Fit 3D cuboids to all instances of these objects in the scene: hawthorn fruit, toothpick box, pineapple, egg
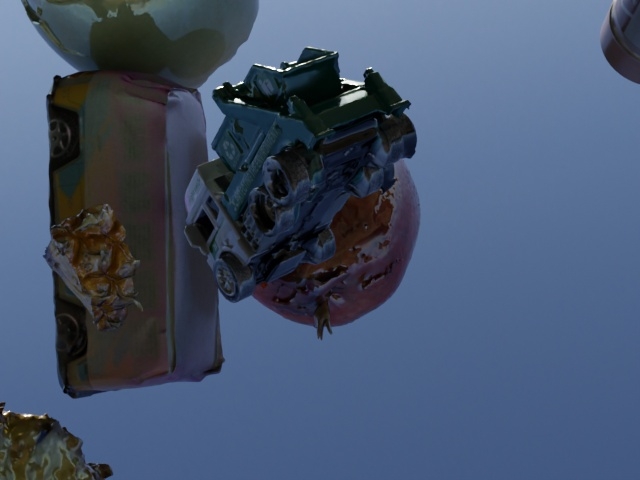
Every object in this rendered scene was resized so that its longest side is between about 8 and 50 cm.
[{"bbox_3d":[0.000,0.000,1.496,0.276,0.276,0.307,-14,-136,4],"label":"hawthorn fruit"},{"bbox_3d":[0.321,-0.218,1.064,0.098,0.149,0.098,2,-114,-4],"label":"toothpick box"},{"bbox_3d":[-0.237,0.028,1.194,0.069,0.137,0.116,-27,-149,-32],"label":"pineapple"},{"bbox_3d":[-0.241,-0.339,1.468,0.278,0.336,0.278,-24,-134,28],"label":"egg"}]

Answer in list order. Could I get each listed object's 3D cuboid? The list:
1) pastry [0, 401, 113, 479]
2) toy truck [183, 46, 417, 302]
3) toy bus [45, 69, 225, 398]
[{"bbox_3d":[-0.328,0.381,1.225,0.337,0.292,0.405,-45,-104,27],"label":"pastry"},{"bbox_3d":[-0.029,-0.055,0.850,0.110,0.216,0.116,-24,-108,-33],"label":"toy truck"},{"bbox_3d":[-0.212,-0.014,1.385,0.162,0.171,0.386,-4,-91,17],"label":"toy bus"}]
